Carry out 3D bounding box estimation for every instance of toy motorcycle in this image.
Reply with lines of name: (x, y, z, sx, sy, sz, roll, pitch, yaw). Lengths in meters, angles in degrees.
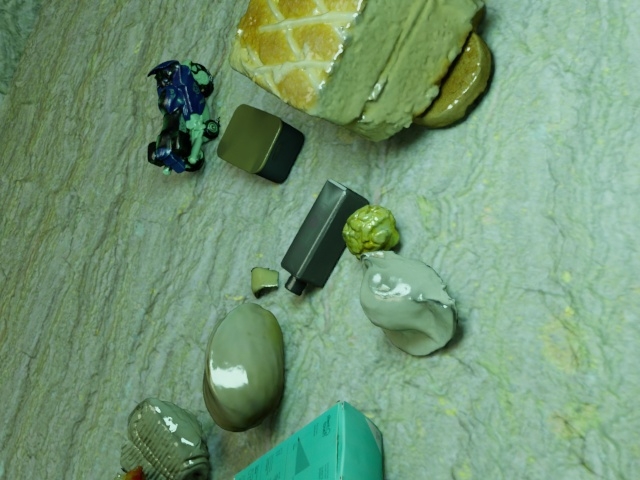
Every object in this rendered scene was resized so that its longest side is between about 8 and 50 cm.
toy motorcycle: (-0.358, -0.331, 2.397, 0.125, 0.196, 0.331, -18, 58, 40)

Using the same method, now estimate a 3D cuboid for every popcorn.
popcorn: (0.103, -0.017, 1.842, 0.116, 0.121, 0.106, 11, 39, 24)

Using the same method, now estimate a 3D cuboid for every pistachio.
pistachio: (-0.165, 0.259, 1.911, 0.166, 0.197, 0.288, -34, 39, 26)

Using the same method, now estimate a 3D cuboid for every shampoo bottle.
shampoo bottle: (0.000, 0.000, 1.950, 0.080, 0.079, 0.246, 36, 99, 49)

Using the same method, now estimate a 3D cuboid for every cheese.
cheese: (-0.127, 0.087, 2.070, 0.084, 0.041, 0.060, -22, 54, 40)

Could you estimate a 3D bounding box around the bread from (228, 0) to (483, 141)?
bread: (0.051, -0.424, 1.859, 0.390, 0.279, 0.371, 37, 103, 47)

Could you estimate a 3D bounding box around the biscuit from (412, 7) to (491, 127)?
biscuit: (0.229, -0.379, 1.909, 0.287, 0.057, 0.344, -59, 41, 8)

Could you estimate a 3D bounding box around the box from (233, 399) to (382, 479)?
box: (-0.029, 0.459, 1.690, 0.311, 0.118, 0.205, -41, 27, 26)

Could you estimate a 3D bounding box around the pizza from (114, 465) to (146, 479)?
pizza: (-0.292, 0.634, 1.788, 0.406, 0.130, 0.440, 127, 128, -66)

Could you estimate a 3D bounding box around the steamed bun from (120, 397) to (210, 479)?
steamed bun: (-0.322, 0.449, 2.031, 0.218, 0.144, 0.211, 44, 119, 18)

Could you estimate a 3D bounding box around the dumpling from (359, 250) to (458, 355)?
dumpling: (0.147, 0.122, 1.723, 0.247, 0.142, 0.172, 37, 134, 42)

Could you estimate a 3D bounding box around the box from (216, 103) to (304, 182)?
box: (-0.139, -0.224, 2.195, 0.201, 0.090, 0.144, 27, 91, 49)
